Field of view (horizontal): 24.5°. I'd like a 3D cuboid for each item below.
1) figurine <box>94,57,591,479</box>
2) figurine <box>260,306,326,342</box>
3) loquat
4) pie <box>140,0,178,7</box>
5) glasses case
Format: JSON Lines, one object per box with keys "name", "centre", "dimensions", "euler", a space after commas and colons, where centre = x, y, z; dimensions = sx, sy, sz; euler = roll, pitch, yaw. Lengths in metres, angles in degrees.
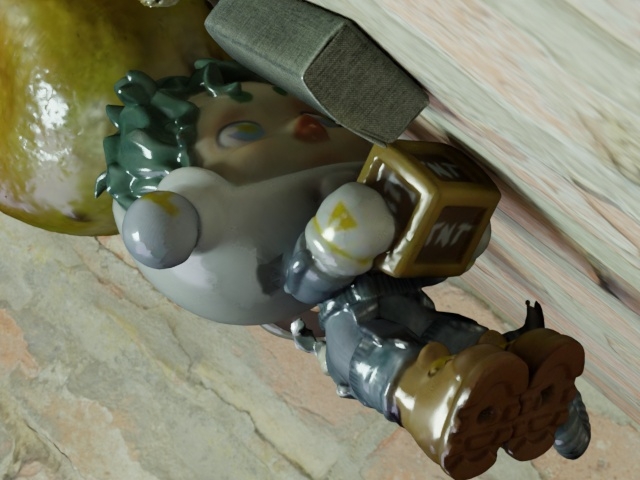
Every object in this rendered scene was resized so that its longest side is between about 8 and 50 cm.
{"name": "figurine", "centre": [-0.002, -0.002, 0.966], "dimensions": [0.261, 0.186, 0.382], "euler": [7, -159, -47]}
{"name": "figurine", "centre": [-0.005, -0.026, 1.368], "dimensions": [0.248, 0.203, 0.380], "euler": [32, 167, 9]}
{"name": "loquat", "centre": [-0.197, -0.141, 1.294], "dimensions": [0.283, 0.276, 0.276], "euler": [13, 163, 37]}
{"name": "pie", "centre": [-0.198, -0.265, 1.064], "dimensions": [0.274, 0.055, 0.274], "euler": [40, -174, -5]}
{"name": "glasses case", "centre": [-0.010, -0.109, 0.880], "dimensions": [0.071, 0.047, 0.205], "euler": [39, 180, -26]}
